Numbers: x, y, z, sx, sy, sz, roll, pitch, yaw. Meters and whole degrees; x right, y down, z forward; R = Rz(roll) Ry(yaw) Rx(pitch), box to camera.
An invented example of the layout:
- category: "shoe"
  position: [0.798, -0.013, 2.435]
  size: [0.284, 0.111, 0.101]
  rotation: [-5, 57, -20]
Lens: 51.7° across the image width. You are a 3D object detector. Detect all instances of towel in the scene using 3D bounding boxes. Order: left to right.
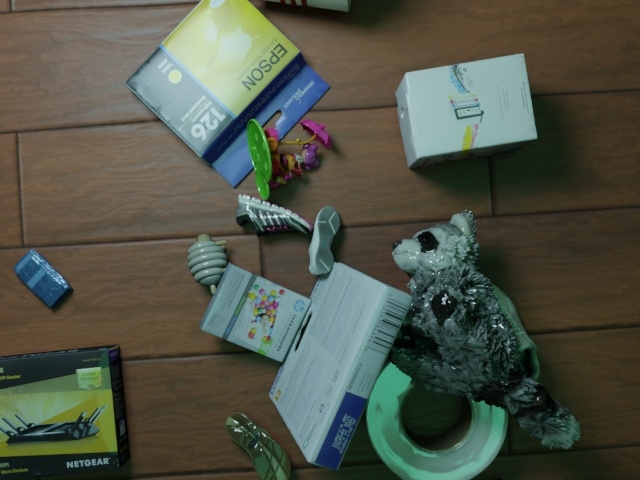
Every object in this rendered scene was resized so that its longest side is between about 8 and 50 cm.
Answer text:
- category: "towel"
  position: [-0.584, 0.081, 1.386]
  size: [0.119, 0.029, 0.067]
  rotation: [44, 91, 1]

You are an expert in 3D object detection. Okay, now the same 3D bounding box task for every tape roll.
- category: "tape roll"
  position: [0.228, 0.346, 1.342]
  size: [0.286, 0.100, 0.287]
  rotation: [0, 89, 0]

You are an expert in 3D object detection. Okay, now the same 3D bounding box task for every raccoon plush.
- category: "raccoon plush"
  position: [0.308, 0.161, 1.270]
  size: [0.446, 0.216, 0.299]
  rotation: [44, 47, -14]

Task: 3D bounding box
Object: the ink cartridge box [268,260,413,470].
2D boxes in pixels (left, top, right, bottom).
- category: "ink cartridge box"
  position: [0.024, 0.212, 1.248]
  size: [0.071, 0.330, 0.324]
  rotation: [23, 90, -17]

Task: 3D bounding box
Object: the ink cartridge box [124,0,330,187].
- category: "ink cartridge box"
  position: [-0.192, -0.325, 1.371]
  size: [0.307, 0.072, 0.304]
  rotation: [43, 89, 3]

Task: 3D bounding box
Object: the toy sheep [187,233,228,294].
- category: "toy sheep"
  position: [-0.229, 0.047, 1.357]
  size: [0.091, 0.091, 0.132]
  rotation: [-18, 71, 0]

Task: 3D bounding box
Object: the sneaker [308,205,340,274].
- category: "sneaker"
  position: [0.000, 0.000, 1.370]
  size: [0.053, 0.061, 0.152]
  rotation: [19, 68, -21]

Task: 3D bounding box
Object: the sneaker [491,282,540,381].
- category: "sneaker"
  position: [0.385, 0.187, 1.334]
  size: [0.090, 0.115, 0.232]
  rotation: [-29, 90, -4]

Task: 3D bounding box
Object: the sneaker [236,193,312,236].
- category: "sneaker"
  position: [-0.101, -0.037, 1.369]
  size: [0.170, 0.063, 0.075]
  rotation: [20, 89, 6]

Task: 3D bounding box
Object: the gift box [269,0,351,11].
- category: "gift box"
  position: [-0.022, -0.614, 1.262]
  size: [0.255, 0.258, 0.277]
  rotation: [15, 78, 9]

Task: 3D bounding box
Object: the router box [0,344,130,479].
- category: "router box"
  position: [-0.562, 0.353, 1.356]
  size: [0.308, 0.081, 0.243]
  rotation: [-6, 89, 0]

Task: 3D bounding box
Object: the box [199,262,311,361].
- category: "box"
  position: [-0.132, 0.148, 1.349]
  size: [0.186, 0.038, 0.145]
  rotation: [27, 89, -21]

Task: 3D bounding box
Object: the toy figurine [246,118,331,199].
- category: "toy figurine"
  position: [-0.053, -0.178, 1.352]
  size: [0.159, 0.130, 0.173]
  rotation: [-16, 125, -19]

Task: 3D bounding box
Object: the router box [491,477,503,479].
- category: "router box"
  position: [0.252, 0.679, 1.346]
  size: [0.335, 0.082, 0.301]
  rotation: [-14, 89, 0]

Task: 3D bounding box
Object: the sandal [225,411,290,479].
- category: "sandal"
  position: [-0.126, 0.430, 1.373]
  size: [0.072, 0.049, 0.180]
  rotation: [-44, 75, -6]

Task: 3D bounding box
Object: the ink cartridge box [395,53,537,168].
- category: "ink cartridge box"
  position: [0.281, -0.250, 1.314]
  size: [0.232, 0.171, 0.168]
  rotation: [-9, 89, 1]
